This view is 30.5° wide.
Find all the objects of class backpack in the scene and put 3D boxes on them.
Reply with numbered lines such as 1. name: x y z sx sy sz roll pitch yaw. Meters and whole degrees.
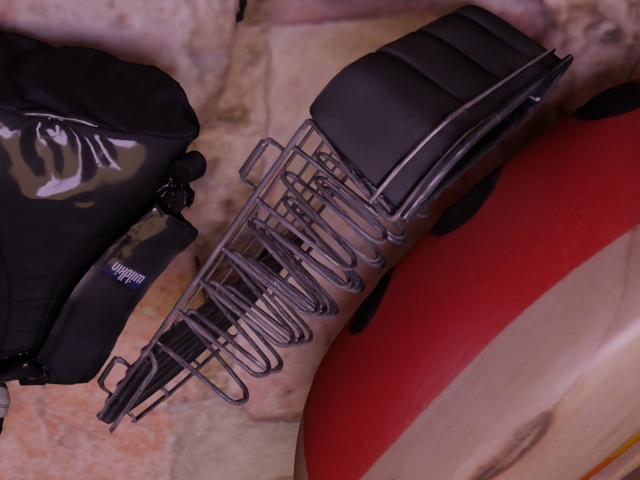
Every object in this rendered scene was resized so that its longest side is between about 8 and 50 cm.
1. backpack: -0.144 -0.010 0.597 0.152 0.115 0.182 13 128 -11

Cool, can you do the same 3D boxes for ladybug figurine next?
1. ladybug figurine: 0.140 0.056 0.691 0.449 0.162 0.305 -46 157 26

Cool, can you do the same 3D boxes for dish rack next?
1. dish rack: 0.000 0.000 0.608 0.271 0.074 0.208 -51 172 31

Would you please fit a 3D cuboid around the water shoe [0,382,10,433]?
1. water shoe: -0.262 0.112 0.665 0.203 0.073 0.080 10 88 -52

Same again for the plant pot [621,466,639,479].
1. plant pot: 0.351 0.210 0.905 0.263 0.229 0.263 -10 136 -9
